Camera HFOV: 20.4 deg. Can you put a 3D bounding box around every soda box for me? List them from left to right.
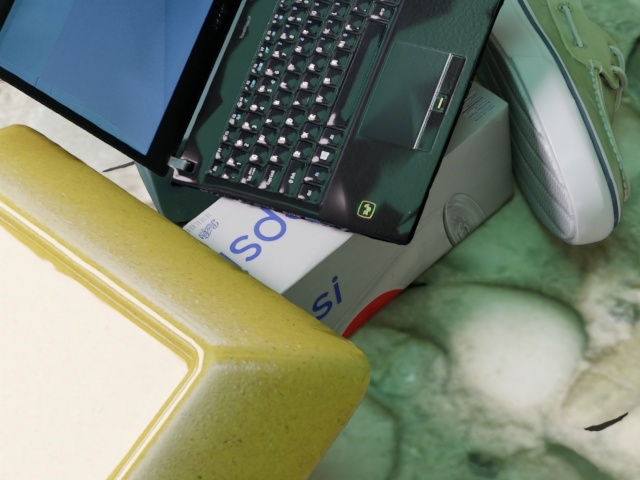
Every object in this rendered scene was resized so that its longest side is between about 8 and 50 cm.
[{"bbox_3d":[0.000,0.000,1.171,0.286,0.098,0.091,-39,56,-23],"label":"soda box"}]

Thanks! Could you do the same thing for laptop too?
[{"bbox_3d":[-0.038,-0.154,1.113,0.264,0.136,0.234,16,73,20],"label":"laptop"}]

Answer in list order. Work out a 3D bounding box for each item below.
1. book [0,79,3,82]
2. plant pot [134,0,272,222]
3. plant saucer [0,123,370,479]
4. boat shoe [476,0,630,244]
[{"bbox_3d":[-0.227,-0.190,1.415,0.096,0.035,0.144,-9,48,-4],"label":"book"},{"bbox_3d":[-0.085,-0.143,1.268,0.165,0.165,0.234,-11,59,0],"label":"plant pot"},{"bbox_3d":[-0.192,0.114,1.044,0.333,0.081,0.333,33,84,31],"label":"plant saucer"},{"bbox_3d":[0.164,-0.121,1.244,0.094,0.109,0.302,-13,47,-4],"label":"boat shoe"}]
